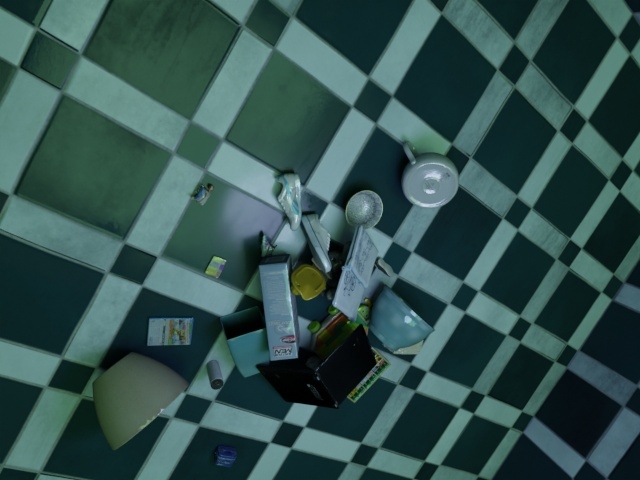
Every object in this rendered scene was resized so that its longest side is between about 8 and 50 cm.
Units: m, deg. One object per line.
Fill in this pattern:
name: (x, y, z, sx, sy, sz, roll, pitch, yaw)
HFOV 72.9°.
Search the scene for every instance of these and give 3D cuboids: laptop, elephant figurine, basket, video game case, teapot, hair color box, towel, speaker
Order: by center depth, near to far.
towel: (-0.414, 0.104, 1.709, 0.060, 0.009, 0.083, 24, 97, -26)
hair color box: (-0.157, 0.257, 1.711, 0.113, 0.185, 0.375, -6, 98, 2)
video game case: (-0.596, 0.360, 1.721, 0.166, 0.015, 0.119, 4, 105, -22)
speaker: (-0.434, 0.551, 1.781, 0.055, 0.136, 0.055, -7, 110, -20)
elephant figurine: (0.046, 0.113, 1.801, 0.185, 0.169, 0.240, -10, 105, -8)
teapot: (0.455, -0.274, 1.832, 0.252, 0.187, 0.256, 7, 125, 4)
laptop: (0.002, 0.543, 1.879, 0.407, 0.237, 0.382, 0, 140, 20)
basket: (0.404, 0.486, 2.107, 0.167, 0.103, 0.114, 8, 104, -23)

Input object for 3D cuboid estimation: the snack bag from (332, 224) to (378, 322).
snack bag: (0.150, 0.148, 1.768, 0.343, 0.037, 0.323, -70, 156, -16)

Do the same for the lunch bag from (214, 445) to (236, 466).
lunch bag: (-0.434, 0.973, 1.964, 0.098, 0.067, 0.065, 22, 98, -25)

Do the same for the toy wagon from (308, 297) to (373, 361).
toy wagon: (0.116, 0.404, 1.986, 0.344, 0.068, 0.267, -42, 117, -4)

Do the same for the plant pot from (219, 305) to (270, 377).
plant pot: (-0.298, 0.431, 1.784, 0.165, 0.165, 0.235, -15, 117, -16)

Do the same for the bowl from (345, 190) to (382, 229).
bowl: (0.168, -0.134, 1.816, 0.169, 0.080, 0.170, -7, 111, -19)

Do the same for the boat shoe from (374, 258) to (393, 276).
boat shoe: (0.288, 0.128, 1.977, 0.125, 0.038, 0.046, 41, 48, -33)

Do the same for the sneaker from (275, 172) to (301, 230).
sneaker: (-0.124, -0.149, 1.701, 0.092, 0.087, 0.229, -7, 103, -12)

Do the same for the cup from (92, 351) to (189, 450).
cup: (-0.698, 0.561, 1.611, 0.331, 0.331, 0.237, -40, 91, -5)

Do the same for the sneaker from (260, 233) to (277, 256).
sneaker: (-0.207, 0.017, 1.747, 0.069, 0.038, 0.098, -4, 118, -22)

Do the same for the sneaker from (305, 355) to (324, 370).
sneaker: (0.007, 0.588, 2.001, 0.161, 0.075, 0.057, 28, 96, -27)

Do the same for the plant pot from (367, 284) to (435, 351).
plant pot: (0.335, 0.366, 1.939, 0.196, 0.293, 0.293, -47, 117, 3)

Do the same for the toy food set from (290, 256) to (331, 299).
toy food set: (-0.051, 0.164, 1.672, 0.128, 0.218, 0.071, 43, 122, 6)

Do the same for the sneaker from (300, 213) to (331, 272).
sneaker: (0.000, 0.000, 1.723, 0.091, 0.094, 0.258, -19, 72, -13)

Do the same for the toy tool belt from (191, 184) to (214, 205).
toy tool belt: (-0.432, -0.174, 1.584, 0.051, 0.052, 0.083, 32, 94, -36)

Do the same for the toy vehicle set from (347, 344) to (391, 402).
toy vehicle set: (0.203, 0.652, 2.122, 0.267, 0.035, 0.166, -46, 118, -1)
